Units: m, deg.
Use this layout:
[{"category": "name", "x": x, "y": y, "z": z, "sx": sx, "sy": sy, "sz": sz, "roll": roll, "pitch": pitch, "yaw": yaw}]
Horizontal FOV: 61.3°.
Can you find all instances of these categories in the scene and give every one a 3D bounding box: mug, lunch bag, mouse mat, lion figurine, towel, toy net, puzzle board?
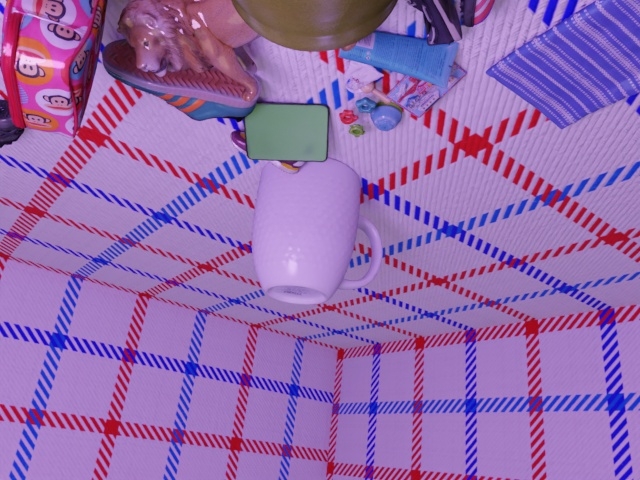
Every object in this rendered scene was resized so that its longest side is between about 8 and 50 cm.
[{"category": "mug", "x": 0.000, "y": 0.000, "z": 1.423, "sx": 0.374, "sy": 0.328, "sz": 0.276, "roll": 17, "pitch": 155, "yaw": -23}, {"category": "lunch bag", "x": -0.400, "y": -0.317, "z": 0.841, "sx": 0.120, "sy": 0.293, "sz": 0.258, "roll": 10, "pitch": 157, "yaw": -19}, {"category": "mouse mat", "x": -0.076, "y": -0.240, "z": 1.207, "sx": 0.189, "sy": 0.007, "sz": 0.153, "roll": 1, "pitch": 134, "yaw": -1}, {"category": "lion figurine", "x": -0.125, "y": -0.369, "z": 0.883, "sx": 0.392, "sy": 0.142, "sz": 0.240, "roll": -23, "pitch": 138, "yaw": 26}, {"category": "towel", "x": 0.497, "y": -0.314, "z": 0.927, "sx": 0.243, "sy": 0.040, "sz": 0.336, "roll": 22, "pitch": 153, "yaw": -30}, {"category": "toy net", "x": 0.087, "y": -0.292, "z": 1.086, "sx": 0.122, "sy": 0.045, "sz": 0.232, "roll": 0, "pitch": 155, "yaw": 20}, {"category": "puzzle board", "x": 0.202, "y": -0.296, "z": 1.029, "sx": 0.096, "sy": 0.011, "sz": 0.128, "roll": 23, "pitch": 133, "yaw": -33}]

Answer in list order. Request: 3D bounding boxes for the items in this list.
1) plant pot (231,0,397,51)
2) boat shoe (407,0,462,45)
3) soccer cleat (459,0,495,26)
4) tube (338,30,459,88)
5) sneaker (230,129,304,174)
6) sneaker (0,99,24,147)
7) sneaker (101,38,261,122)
[{"category": "plant pot", "x": -0.008, "y": -0.388, "z": 0.552, "sx": 0.366, "sy": 0.367, "sz": 0.353, "roll": 5, "pitch": 168, "yaw": 2}, {"category": "boat shoe", "x": 0.160, "y": -0.372, "z": 0.837, "sx": 0.064, "sy": 0.075, "sz": 0.206, "roll": -11, "pitch": 156, "yaw": 30}, {"category": "soccer cleat", "x": 0.245, "y": -0.408, "z": 0.697, "sx": 0.116, "sy": 0.109, "sz": 0.318, "roll": 0, "pitch": 154, "yaw": 6}, {"category": "tube", "x": 0.136, "y": -0.331, "z": 0.955, "sx": 0.207, "sy": 0.080, "sz": 0.052, "roll": 11, "pitch": -161, "yaw": -5}, {"category": "sneaker", "x": -0.117, "y": -0.229, "z": 1.270, "sx": 0.185, "sy": 0.070, "sz": 0.084, "roll": 21, "pitch": 131, "yaw": -21}, {"category": "sneaker", "x": -0.826, "y": -0.282, "z": 1.292, "sx": 0.227, "sy": 0.087, "sz": 0.130, "roll": 5, "pitch": 151, "yaw": -9}, {"category": "sneaker", "x": -0.278, "y": -0.300, "z": 1.076, "sx": 0.302, "sy": 0.108, "sz": 0.121, "roll": 12, "pitch": 152, "yaw": -17}]
